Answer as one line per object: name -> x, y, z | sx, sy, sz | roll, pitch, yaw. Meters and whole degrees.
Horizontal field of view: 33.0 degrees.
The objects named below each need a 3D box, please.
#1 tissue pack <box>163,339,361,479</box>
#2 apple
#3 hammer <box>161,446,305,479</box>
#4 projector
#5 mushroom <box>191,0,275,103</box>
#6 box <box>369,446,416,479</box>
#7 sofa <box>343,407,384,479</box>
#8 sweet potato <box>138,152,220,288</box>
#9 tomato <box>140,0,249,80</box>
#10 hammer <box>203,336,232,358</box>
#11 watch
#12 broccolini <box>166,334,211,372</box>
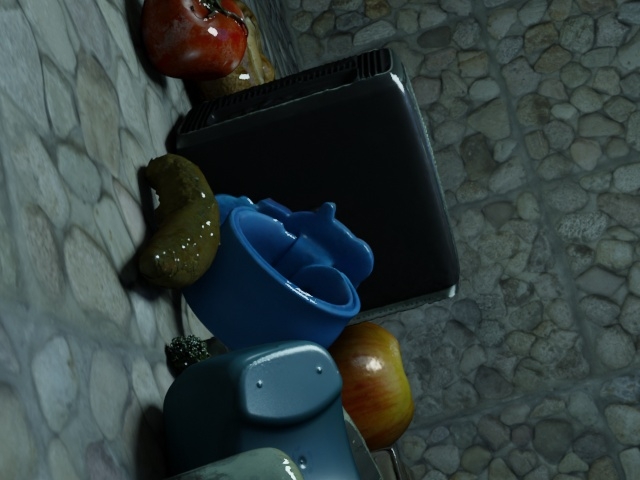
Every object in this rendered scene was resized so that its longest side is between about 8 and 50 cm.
tissue pack -> -0.070, 0.271, 1.265 | 0.198, 0.206, 0.287 | -10, 79, -43
apple -> 0.052, 0.283, 2.028 | 0.286, 0.233, 0.286 | -16, 90, -85
hammer -> -0.104, 0.359, 1.092 | 0.113, 0.202, 0.305 | -135, -143, -52
projector -> 0.003, -0.078, 1.813 | 0.242, 0.395, 0.405 | -83, 155, -67
mushroom -> -0.171, -0.333, 2.015 | 0.253, 0.153, 0.253 | -14, 90, -84
box -> 0.096, 0.529, 1.998 | 0.297, 0.190, 0.225 | 59, 16, -66
sofa -> -0.045, 0.344, 1.509 | 0.225, 0.176, 0.210 | -46, 119, -32
sweet potato -> -0.189, -0.017, 1.444 | 0.124, 0.098, 0.310 | 45, 23, -28
tomato -> -0.208, -0.341, 1.741 | 0.187, 0.151, 0.187 | 21, 47, -24
hammer -> -0.107, 0.316, 1.562 | 0.111, 0.043, 0.365 | 30, 47, -81
watch -> -0.090, 0.042, 1.577 | 0.305, 0.241, 0.274 | 36, 17, 0
broccolini -> -0.145, 0.221, 1.449 | 0.054, 0.051, 0.239 | -112, -177, -57
